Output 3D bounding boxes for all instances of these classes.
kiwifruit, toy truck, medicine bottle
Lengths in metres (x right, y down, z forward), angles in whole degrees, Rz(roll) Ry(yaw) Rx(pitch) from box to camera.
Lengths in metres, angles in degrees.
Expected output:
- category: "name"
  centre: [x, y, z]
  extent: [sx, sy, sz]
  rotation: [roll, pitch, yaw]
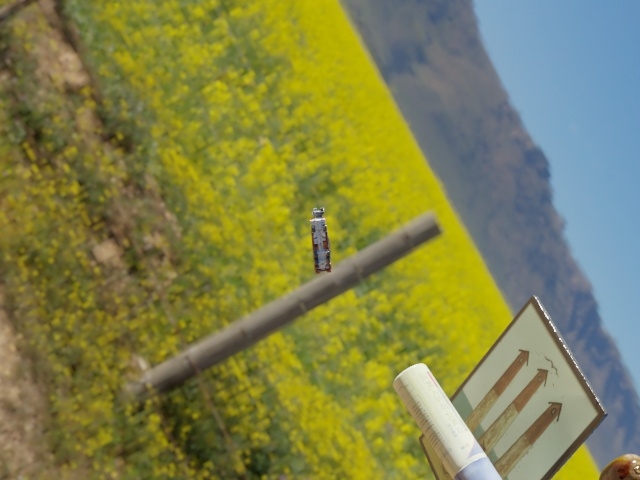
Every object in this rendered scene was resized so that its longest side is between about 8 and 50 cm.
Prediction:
- category: "kiwifruit"
  centre: [0.478, 0.377, 1.931]
  extent: [0.124, 0.075, 0.075]
  rotation: [110, -40, -57]
- category: "toy truck"
  centre: [0.000, 0.000, 1.593]
  extent: [0.032, 0.024, 0.083]
  rotation: [-92, 176, -77]
- category: "medicine bottle"
  centre: [0.184, 0.280, 1.731]
  extent: [0.231, 0.059, 0.059]
  rotation: [56, 2, 28]

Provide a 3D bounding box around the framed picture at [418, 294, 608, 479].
- category: "framed picture"
  centre: [0.270, 0.274, 1.807]
  extent: [0.013, 0.324, 0.244]
  rotation: [15, 32, -31]
